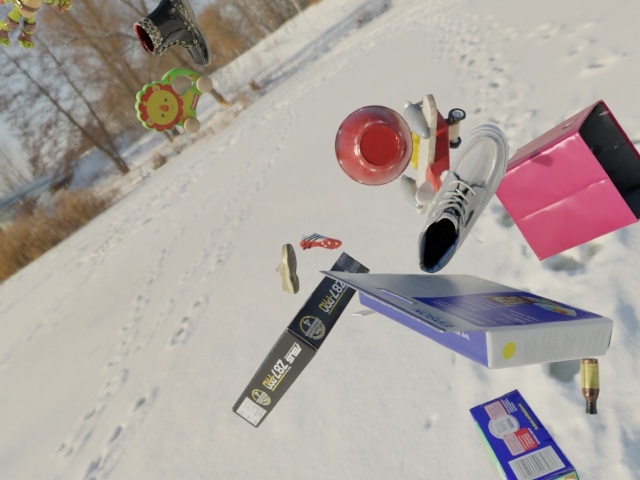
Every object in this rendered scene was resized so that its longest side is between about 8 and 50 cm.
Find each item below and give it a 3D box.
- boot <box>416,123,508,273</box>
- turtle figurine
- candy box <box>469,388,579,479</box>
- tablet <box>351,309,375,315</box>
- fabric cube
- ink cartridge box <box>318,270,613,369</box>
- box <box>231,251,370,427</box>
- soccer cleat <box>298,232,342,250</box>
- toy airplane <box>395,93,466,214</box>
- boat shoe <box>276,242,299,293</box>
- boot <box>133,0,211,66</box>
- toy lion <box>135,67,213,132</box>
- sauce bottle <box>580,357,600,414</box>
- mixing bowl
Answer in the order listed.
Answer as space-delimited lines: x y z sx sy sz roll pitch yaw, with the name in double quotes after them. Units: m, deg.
0.237 -0.061 1.002 0.123 0.095 0.259 -46 -24 -59 "boot"
-0.772 -0.607 1.548 0.217 0.087 0.269 -45 -2 28 "turtle figurine"
0.419 0.496 1.141 0.122 0.317 0.268 -23 14 4 "candy box"
0.138 0.225 1.869 0.054 0.006 0.083 1 3 37 "tablet"
0.623 -0.149 1.483 0.258 0.259 0.254 -32 5 46 "fabric cube"
0.197 0.106 0.875 0.307 0.072 0.303 0 11 -28 "ink cartridge box"
-0.052 0.252 1.499 0.395 0.097 0.318 -58 -4 41 "box"
0.000 0.000 1.145 0.083 0.029 0.036 -2 48 3 "soccer cleat"
0.323 -0.260 1.920 0.272 0.387 0.384 5 9 7 "toy airplane"
-0.124 0.101 2.097 0.072 0.190 0.068 3 19 23 "boat shoe"
-0.415 -0.560 1.685 0.085 0.237 0.179 15 55 31 "boot"
-0.216 -0.203 0.866 0.034 0.096 0.100 28 101 57 "toy lion"
0.632 0.340 1.400 0.042 0.128 0.042 1 -4 0 "sauce bottle"
0.123 -0.207 1.311 0.181 0.182 0.098 -33 8 4 "mixing bowl"
